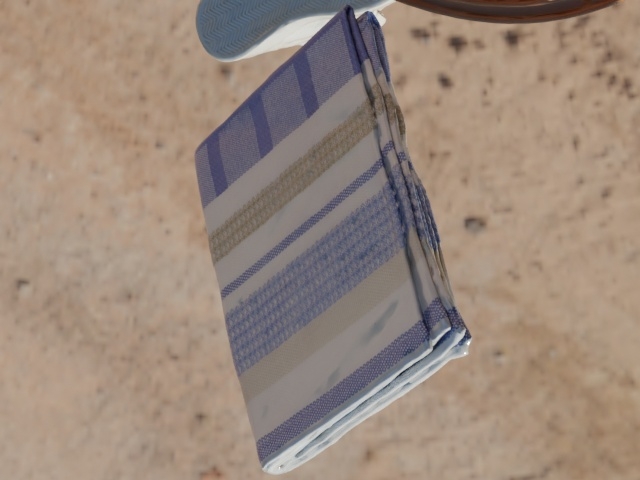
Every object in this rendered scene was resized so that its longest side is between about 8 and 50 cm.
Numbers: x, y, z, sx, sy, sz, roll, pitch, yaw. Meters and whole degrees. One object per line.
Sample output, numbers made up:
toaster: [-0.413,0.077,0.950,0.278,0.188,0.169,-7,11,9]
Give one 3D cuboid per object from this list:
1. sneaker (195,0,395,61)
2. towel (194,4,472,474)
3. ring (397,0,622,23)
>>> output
sneaker: [0.034,-0.257,1.758,0.292,0.169,0.108,-17,90,40]
towel: [0.000,0.000,1.289,0.034,0.285,0.209,14,139,-39]
ring: [0.032,-0.234,0.781,0.336,0.032,0.336,25,140,22]
